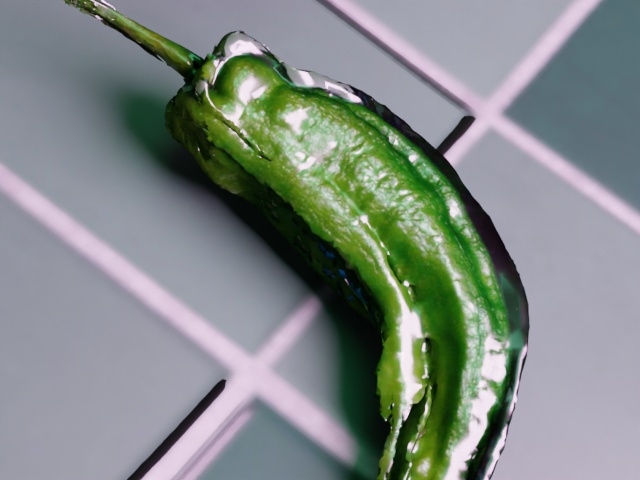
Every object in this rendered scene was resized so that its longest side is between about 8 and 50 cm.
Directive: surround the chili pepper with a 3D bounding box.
[{"bbox_3d":[0.000,0.000,0.752,0.122,0.065,0.279,-24,72,-31],"label":"chili pepper"}]
